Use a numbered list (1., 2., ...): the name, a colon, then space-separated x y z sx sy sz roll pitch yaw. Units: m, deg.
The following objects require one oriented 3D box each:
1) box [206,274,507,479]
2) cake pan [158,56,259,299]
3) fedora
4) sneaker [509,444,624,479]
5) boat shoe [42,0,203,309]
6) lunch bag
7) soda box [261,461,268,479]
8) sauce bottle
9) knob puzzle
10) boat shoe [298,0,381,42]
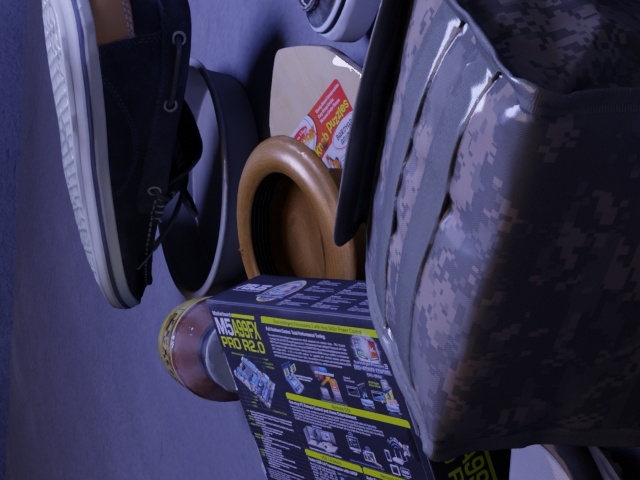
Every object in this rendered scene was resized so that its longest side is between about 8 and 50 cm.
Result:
1. box: 0.026 0.139 0.841 0.270 0.060 0.216 -1 109 59
2. cake pan: -0.140 -0.074 1.330 0.293 0.054 0.293 178 90 -66
3. fedora: 0.000 0.000 0.939 0.194 0.079 0.194 30 129 47
4. sneaker: 0.135 0.239 0.663 0.100 0.107 0.272 178 92 -68
5. boat shoe: -0.214 -0.094 1.255 0.500 0.155 0.187 98 152 -49
6. lunch bag: 0.105 -0.058 0.643 0.287 0.168 0.235 -109 25 -50
7. soda box: -0.007 0.158 1.034 0.058 0.062 0.183 -126 42 -53
8. sauce bottle: -0.104 0.108 1.124 0.344 0.111 0.112 157 110 -77
9. knob puzzle: 0.013 -0.092 0.982 0.213 0.030 0.213 30 128 47
10. boat shoe: -0.004 -0.338 0.918 0.121 0.119 0.335 -159 70 -65
